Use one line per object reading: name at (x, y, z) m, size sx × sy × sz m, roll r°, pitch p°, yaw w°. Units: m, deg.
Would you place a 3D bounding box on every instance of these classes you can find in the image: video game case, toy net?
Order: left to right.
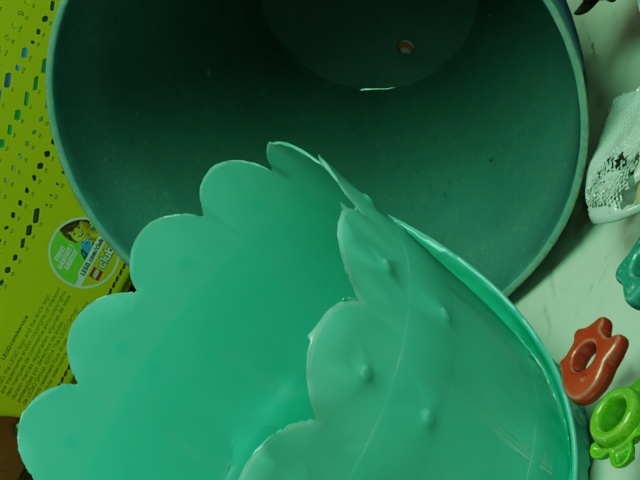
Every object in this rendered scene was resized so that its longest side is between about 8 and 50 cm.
video game case at (0.000, 0.000, 1.132) m, size 0.119 × 0.015 × 0.166 m, roll 18°, pitch 72°, yaw 27°
toy net at (0.165, 0.012, 0.877) m, size 0.122 × 0.045 × 0.232 m, roll -45°, pitch 26°, yaw 25°

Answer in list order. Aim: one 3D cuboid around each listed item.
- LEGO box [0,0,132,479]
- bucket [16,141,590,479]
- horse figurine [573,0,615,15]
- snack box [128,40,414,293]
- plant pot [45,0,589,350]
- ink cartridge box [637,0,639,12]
LEGO box at (-0.216, -0.067, 1.357) m, size 0.500 × 0.193 × 0.372 m, roll -62°, pitch 12°, yaw -13°
bucket at (-0.013, 0.112, 0.903) m, size 0.281 × 0.183 × 0.281 m, roll -40°, pitch 30°, yaw 30°
horse figurine at (0.239, -0.244, 1.024) m, size 0.174 × 0.066 × 0.263 m, roll -19°, pitch 46°, yaw 43°
snack box at (-0.031, -0.053, 1.267) m, size 0.187 × 0.060 × 0.322 m, roll 0°, pitch 59°, yaw 59°
plant pot at (0.012, -0.109, 1.040) m, size 0.290 × 0.290 × 0.195 m, roll -41°, pitch 15°, yaw 28°
ink cartridge box at (0.238, -0.158, 0.870) m, size 0.208 × 0.045 × 0.206 m, roll -28°, pitch 44°, yaw 24°
